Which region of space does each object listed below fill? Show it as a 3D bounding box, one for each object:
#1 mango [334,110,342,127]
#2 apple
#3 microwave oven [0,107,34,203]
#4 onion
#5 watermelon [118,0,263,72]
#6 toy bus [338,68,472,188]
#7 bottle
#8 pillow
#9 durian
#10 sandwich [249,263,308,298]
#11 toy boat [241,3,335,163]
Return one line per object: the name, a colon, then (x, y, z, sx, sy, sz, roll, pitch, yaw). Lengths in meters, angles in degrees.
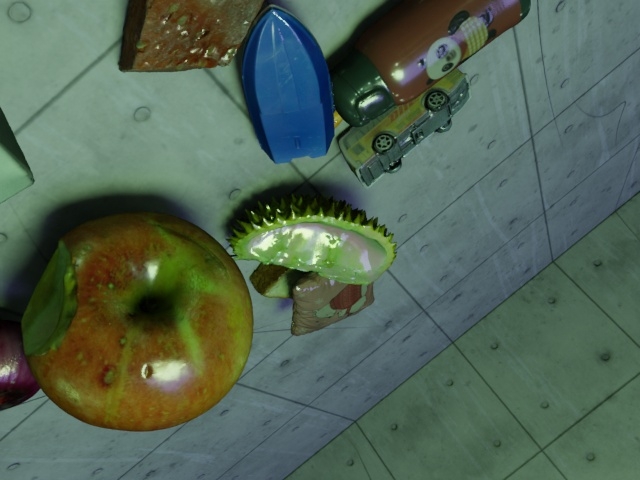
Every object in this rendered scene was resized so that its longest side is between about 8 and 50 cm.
mango: (0.014, -0.214, 1.095, 0.089, 0.046, 0.060, -41, 150, 0)
apple: (-0.275, 0.129, 0.987, 0.339, 0.339, 0.339, -27, 148, -18)
microwave oven: (-0.496, -0.093, 0.548, 0.355, 0.218, 0.286, -34, 151, -7)
onion: (-0.513, 0.200, 1.004, 0.177, 0.153, 0.177, -37, 154, -22)
watermelon: (-0.152, -0.280, 0.781, 0.193, 0.140, 0.256, 8, 135, -41)
toy bus: (0.154, -0.217, 1.182, 0.268, 0.106, 0.092, -40, 150, 0)
bottle: (0.157, -0.313, 1.022, 0.336, 0.144, 0.144, -37, 150, 4)
pillow: (0.033, 0.110, 1.394, 0.223, 0.084, 0.236, -27, 149, -19)
durian: (0.000, 0.000, 1.209, 0.352, 0.158, 0.169, 11, 98, -26)
sandwich: (-0.029, 0.060, 1.410, 0.186, 0.065, 0.215, -49, 148, 17)
toy boat: (-0.048, -0.229, 0.935, 0.129, 0.088, 0.295, -10, 154, 0)
